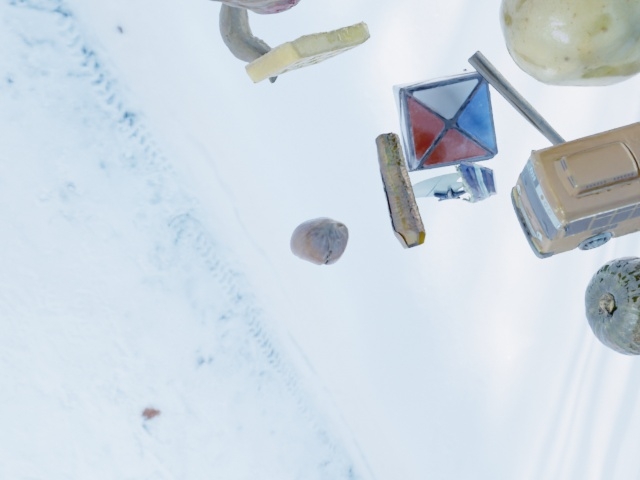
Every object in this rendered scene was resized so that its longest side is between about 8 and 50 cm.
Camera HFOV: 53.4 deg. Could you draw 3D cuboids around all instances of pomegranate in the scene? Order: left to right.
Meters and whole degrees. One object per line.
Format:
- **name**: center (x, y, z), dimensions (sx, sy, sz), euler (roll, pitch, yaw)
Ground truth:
- **pomegranate**: center (0.458, -0.397, 1.091), dimensions (0.319, 0.319, 0.319), euler (-14, 108, -49)

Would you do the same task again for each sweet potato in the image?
- **sweet potato**: center (-0.210, -0.571, 1.750), dimensions (0.124, 0.098, 0.310), euler (-24, 92, -8)

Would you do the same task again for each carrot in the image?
- **carrot**: center (0.172, -0.111, 1.390), dimensions (0.070, 0.070, 0.260), euler (-11, 88, -50)

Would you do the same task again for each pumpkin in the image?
- **pumpkin**: center (0.686, 0.144, 1.402), dimensions (0.157, 0.223, 0.224), euler (3, 96, -17)

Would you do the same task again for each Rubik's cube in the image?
- **Rubik's cube**: center (0.422, -0.416, 2.225), dimensions (0.310, 0.307, 0.305), euler (-86, 165, -74)

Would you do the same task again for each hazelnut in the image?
- **hazelnut**: center (0.001, 0.003, 2.288), dimensions (0.212, 0.181, 0.181), euler (-3, 100, -27)

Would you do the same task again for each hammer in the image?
- **hammer**: center (0.544, -0.320, 1.624), dimensions (0.440, 0.168, 0.044), euler (45, 88, -2)

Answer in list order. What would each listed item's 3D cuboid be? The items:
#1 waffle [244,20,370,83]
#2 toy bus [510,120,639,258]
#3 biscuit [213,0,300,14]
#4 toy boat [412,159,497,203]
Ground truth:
- **waffle**: center (-0.032, -0.461, 1.563), dimensions (0.248, 0.221, 0.055), euler (-26, 103, -33)
- **toy bus**: center (0.314, -0.060, 0.668), dimensions (0.114, 0.201, 0.098), euler (71, 4, -64)
- **biscuit**: center (-0.118, -0.504, 1.071), dimensions (0.381, 0.358, 0.074), euler (43, 41, -67)
- **toy boat**: center (0.354, -0.141, 1.751), dimensions (0.210, 0.291, 0.070), euler (25, 60, -39)
